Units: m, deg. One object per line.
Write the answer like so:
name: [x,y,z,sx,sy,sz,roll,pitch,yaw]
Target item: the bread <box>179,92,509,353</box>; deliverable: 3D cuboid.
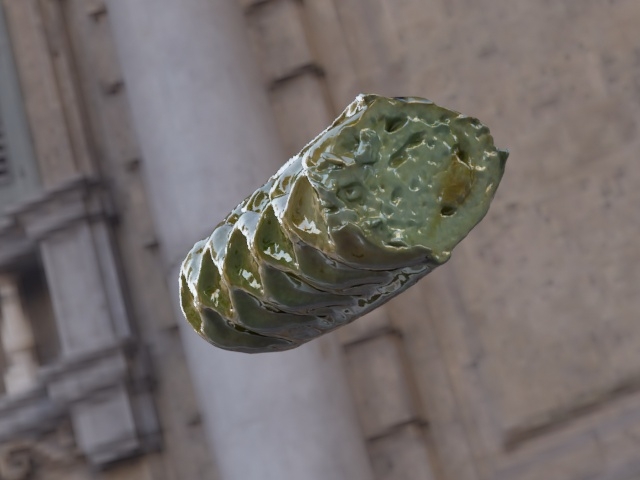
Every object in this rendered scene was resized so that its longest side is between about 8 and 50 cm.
bread: [-0.001,0.001,1.025,0.098,0.087,0.269,-47,5,-25]
